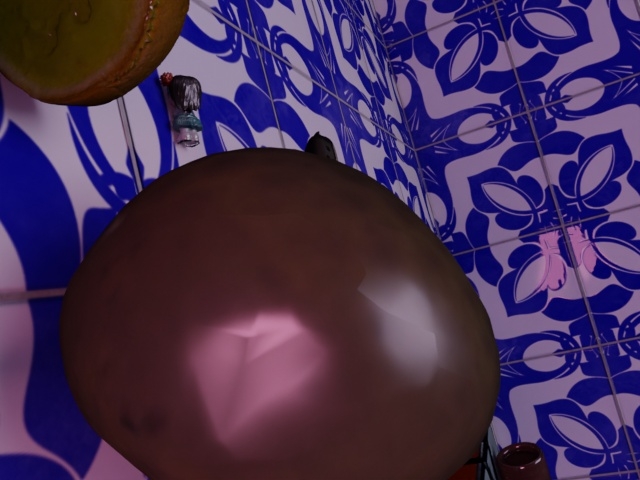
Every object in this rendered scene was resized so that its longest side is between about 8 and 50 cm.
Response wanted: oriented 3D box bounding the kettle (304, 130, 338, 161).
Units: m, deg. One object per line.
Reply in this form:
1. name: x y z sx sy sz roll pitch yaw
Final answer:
1. kettle: 0.000 0.000 0.912 0.320 0.229 0.324 90 -6 -46

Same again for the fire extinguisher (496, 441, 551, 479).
1. fire extinguisher: 0.331 0.425 0.905 0.099 0.071 0.231 -156 -134 -77

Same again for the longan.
1. longan: -0.040 0.082 0.559 0.404 0.405 0.336 11 95 -67

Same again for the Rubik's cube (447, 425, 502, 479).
1. Rubik's cube: 0.156 0.467 0.900 0.293 0.284 0.288 -18 92 -69

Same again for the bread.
1. bread: -0.231 -0.245 0.548 0.236 0.236 0.070 71 21 -6

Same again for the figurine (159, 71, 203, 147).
1. figurine: -0.200 -0.190 0.849 0.060 0.047 0.105 -3 83 -32
